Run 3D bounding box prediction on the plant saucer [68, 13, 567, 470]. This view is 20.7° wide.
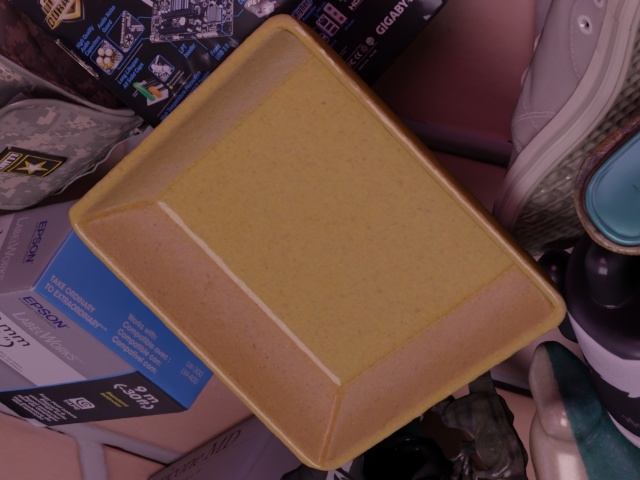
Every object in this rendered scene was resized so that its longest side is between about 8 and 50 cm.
[{"bbox_3d":[0.000,0.000,1.481,0.333,0.081,0.333,46,130,-7],"label":"plant saucer"}]

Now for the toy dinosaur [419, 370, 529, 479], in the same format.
[{"bbox_3d":[0.144,0.172,1.673,0.118,0.064,0.268,-41,60,53],"label":"toy dinosaur"}]

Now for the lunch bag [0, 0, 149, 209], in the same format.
[{"bbox_3d":[-0.318,-0.156,1.658,0.287,0.169,0.235,40,139,-15],"label":"lunch bag"}]

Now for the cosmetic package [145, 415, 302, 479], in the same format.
[{"bbox_3d":[-0.089,0.452,1.884,0.327,0.393,0.329,44,136,-11],"label":"cosmetic package"}]

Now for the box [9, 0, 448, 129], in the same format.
[{"bbox_3d":[-0.076,-0.214,1.485,0.293,0.073,0.295,41,125,-2],"label":"box"}]

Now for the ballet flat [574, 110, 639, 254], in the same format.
[{"bbox_3d":[0.333,-0.116,1.268,0.348,0.123,0.123,-39,103,17],"label":"ballet flat"}]

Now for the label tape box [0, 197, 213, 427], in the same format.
[{"bbox_3d":[-0.243,0.079,1.808,0.348,0.115,0.249,-8,142,38],"label":"label tape box"}]

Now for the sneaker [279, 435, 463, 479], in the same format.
[{"bbox_3d":[0.106,0.264,1.762,0.286,0.109,0.130,18,125,-29],"label":"sneaker"}]

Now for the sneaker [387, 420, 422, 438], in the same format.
[{"bbox_3d":[0.048,0.121,1.747,0.110,0.107,0.275,-2,133,9],"label":"sneaker"}]

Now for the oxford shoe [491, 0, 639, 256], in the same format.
[{"bbox_3d":[0.230,-0.143,1.371,0.449,0.169,0.130,104,145,-53],"label":"oxford shoe"}]

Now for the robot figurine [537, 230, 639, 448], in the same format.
[{"bbox_3d":[0.299,0.067,1.447,0.173,0.209,0.278,-28,138,0],"label":"robot figurine"}]

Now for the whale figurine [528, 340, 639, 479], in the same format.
[{"bbox_3d":[0.267,0.205,1.610,0.141,0.216,0.272,-16,129,6],"label":"whale figurine"}]
